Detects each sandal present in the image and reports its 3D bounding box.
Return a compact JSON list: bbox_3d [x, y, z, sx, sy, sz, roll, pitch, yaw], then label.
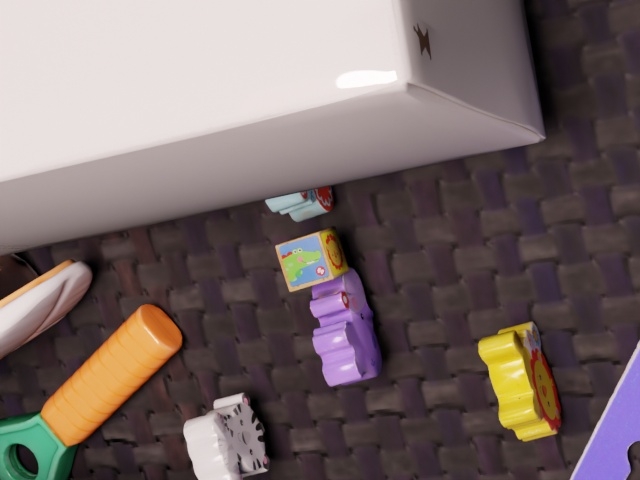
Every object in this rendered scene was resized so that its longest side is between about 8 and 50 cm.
[{"bbox_3d":[-0.232,0.058,0.837,0.265,0.102,0.076,-30,92,32],"label":"sandal"}]

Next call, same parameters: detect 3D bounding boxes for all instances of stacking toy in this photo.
[{"bbox_3d":[0.000,0.000,0.736,0.167,0.052,0.221,-16,92,22],"label":"stacking toy"}]

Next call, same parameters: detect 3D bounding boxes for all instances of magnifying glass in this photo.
[{"bbox_3d":[-0.151,0.111,0.857,0.092,0.026,0.231,49,119,5],"label":"magnifying glass"}]

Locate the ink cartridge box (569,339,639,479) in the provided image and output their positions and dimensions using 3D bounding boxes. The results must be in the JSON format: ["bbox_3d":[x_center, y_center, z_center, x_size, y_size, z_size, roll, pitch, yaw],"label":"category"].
[{"bbox_3d":[0.202,0.136,0.682,0.208,0.045,0.206,28,117,16],"label":"ink cartridge box"}]

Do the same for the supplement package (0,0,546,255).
[{"bbox_3d":[-0.083,-0.101,0.636,0.293,0.175,0.177,-11,83,22],"label":"supplement package"}]
